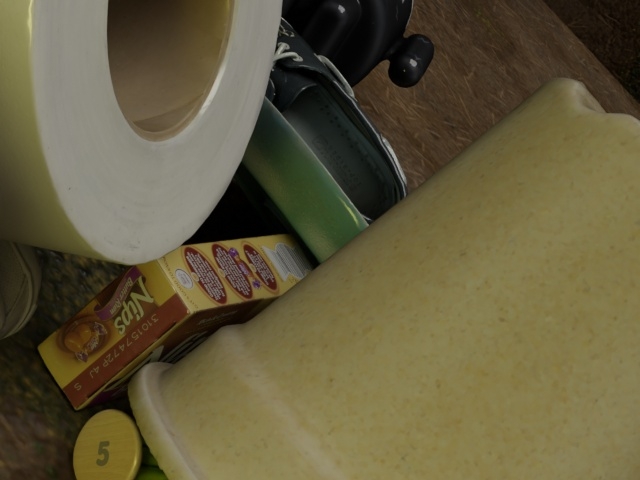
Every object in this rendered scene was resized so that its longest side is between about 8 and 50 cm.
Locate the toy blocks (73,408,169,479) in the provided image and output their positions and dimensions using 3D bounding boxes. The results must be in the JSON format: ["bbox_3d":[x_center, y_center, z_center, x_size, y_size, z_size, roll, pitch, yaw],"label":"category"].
[{"bbox_3d":[-0.069,0.165,0.851,0.148,0.054,0.123,22,34,-52],"label":"toy blocks"}]

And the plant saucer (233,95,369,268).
[{"bbox_3d":[0.000,0.000,1.102,0.317,0.044,0.317,52,-5,7],"label":"plant saucer"}]

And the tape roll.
[{"bbox_3d":[-0.118,-0.134,0.748,0.100,0.286,0.286,12,13,20],"label":"tape roll"}]

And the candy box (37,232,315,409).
[{"bbox_3d":[-0.086,0.049,0.926,0.053,0.109,0.187,56,23,11],"label":"candy box"}]

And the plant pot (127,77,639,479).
[{"bbox_3d":[0.112,0.085,0.821,0.334,0.305,0.334,43,3,-3],"label":"plant pot"}]

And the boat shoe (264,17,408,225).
[{"bbox_3d":[-0.025,-0.128,1.277,0.302,0.114,0.091,46,-11,-8],"label":"boat shoe"}]

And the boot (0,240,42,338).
[{"bbox_3d":[-0.258,-0.045,0.764,0.258,0.095,0.123,51,16,-2],"label":"boot"}]

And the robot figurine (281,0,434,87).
[{"bbox_3d":[0.003,-0.246,1.451,0.278,0.174,0.209,-52,125,-66],"label":"robot figurine"}]
